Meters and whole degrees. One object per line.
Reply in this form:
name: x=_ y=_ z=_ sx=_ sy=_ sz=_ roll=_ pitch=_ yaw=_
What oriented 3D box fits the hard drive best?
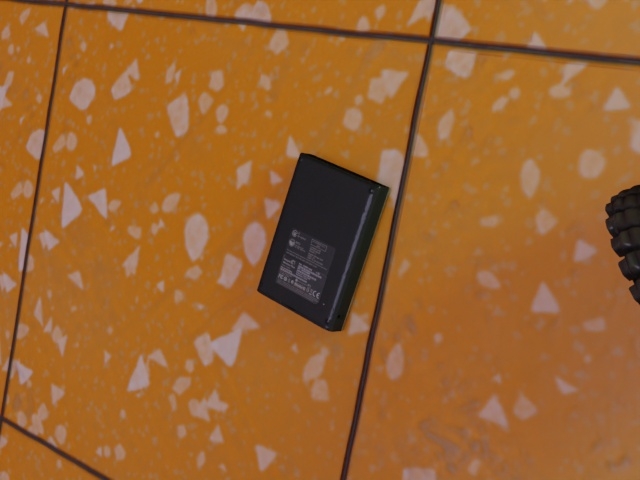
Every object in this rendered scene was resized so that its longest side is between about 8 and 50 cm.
hard drive: x=0.000 y=0.000 z=0.827 sx=0.094 sy=0.022 sz=0.135 roll=26 pitch=104 yaw=35

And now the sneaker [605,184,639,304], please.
sneaker: x=0.256 y=0.061 z=0.486 sx=0.146 sy=0.134 sz=0.343 roll=-32 pitch=37 yaw=27
